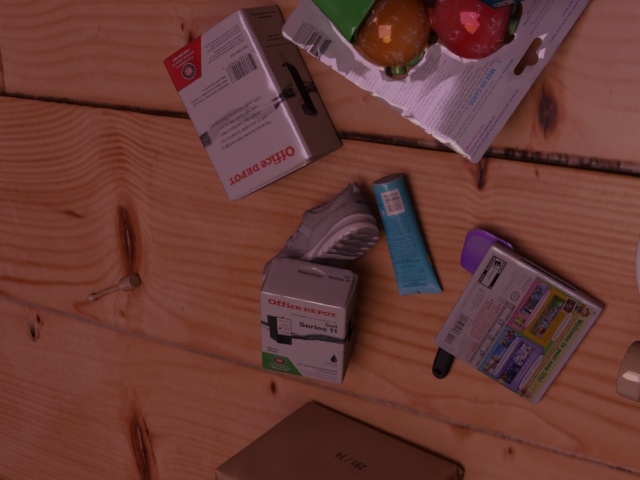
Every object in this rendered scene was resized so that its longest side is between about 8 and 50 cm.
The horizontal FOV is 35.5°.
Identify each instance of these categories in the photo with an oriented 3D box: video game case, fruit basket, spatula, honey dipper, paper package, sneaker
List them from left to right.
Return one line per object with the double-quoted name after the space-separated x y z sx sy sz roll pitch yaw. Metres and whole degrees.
-0.435 0.102 2.082 0.160 0.030 0.030 -19 95 41 "honey dipper"
0.000 0.000 1.732 0.281 0.105 0.115 -33 52 41 "sneaker"
0.025 0.454 1.715 0.324 0.309 0.168 19 115 29 "paper package"
0.171 -0.341 1.439 0.353 0.165 0.327 33 102 0 "fruit basket"
0.234 0.111 1.632 0.084 0.030 0.296 31 121 23 "spatula"
0.307 0.132 1.574 0.193 0.023 0.212 31 121 9 "video game case"

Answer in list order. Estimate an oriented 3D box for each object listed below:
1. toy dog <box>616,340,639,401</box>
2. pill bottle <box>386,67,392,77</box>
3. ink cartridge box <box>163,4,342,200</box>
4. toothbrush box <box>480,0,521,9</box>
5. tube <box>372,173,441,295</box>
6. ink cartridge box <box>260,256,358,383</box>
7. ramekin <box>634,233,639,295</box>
0.537 0.091 1.377 0.220 0.161 0.334 38 108 21 "toy dog"
0.081 -0.311 1.569 0.067 0.067 0.120 12 112 30 "pill bottle"
-0.115 -0.231 1.698 0.197 0.114 0.273 -24 91 36 "ink cartridge box"
0.309 -0.436 1.221 0.295 0.126 0.216 -11 86 28 "toothbrush box"
0.138 -0.005 1.650 0.080 0.052 0.207 -5 108 40 "tube"
-0.021 0.138 1.710 0.153 0.087 0.208 11 136 9 "ink cartridge box"
0.519 0.029 1.217 0.277 0.135 0.277 1 93 28 "ramekin"
